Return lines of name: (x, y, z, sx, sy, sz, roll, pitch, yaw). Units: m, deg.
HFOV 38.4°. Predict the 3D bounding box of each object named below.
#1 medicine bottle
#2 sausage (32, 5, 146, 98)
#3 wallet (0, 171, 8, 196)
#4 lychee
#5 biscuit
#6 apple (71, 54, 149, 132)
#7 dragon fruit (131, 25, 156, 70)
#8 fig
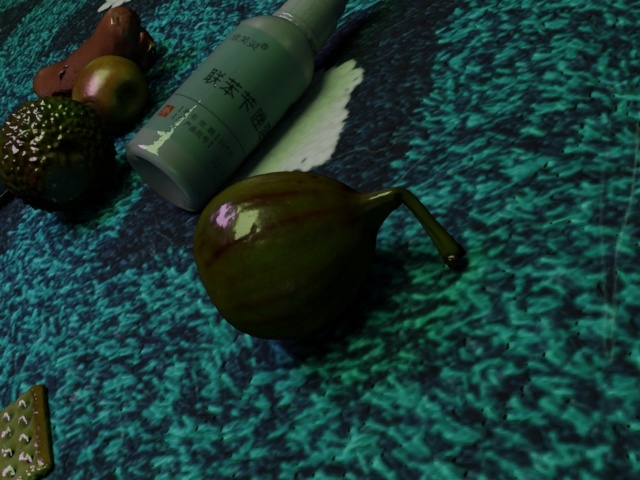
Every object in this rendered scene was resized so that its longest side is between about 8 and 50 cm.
medicine bottle: (-0.073, -0.193, 1.066, 0.110, 0.110, 0.352, 15, 60, 51)
sausage: (-0.369, -0.275, 1.446, 0.079, 0.087, 0.326, -22, 2, -40)
wallet: (-0.471, -0.131, 1.427, 0.202, 0.059, 0.141, -39, 26, -4)
lychee: (-0.350, -0.114, 1.201, 0.171, 0.171, 0.171, -25, 35, 20)
biscuit: (-0.360, 0.247, 0.901, 0.231, 0.016, 0.139, -38, 34, 2)
apple: (-0.304, -0.212, 1.325, 0.102, 0.099, 0.114, 6, 50, 45)
dragon fruit: (-0.294, -0.308, 1.471, 0.083, 0.056, 0.060, 17, 63, 47)
fig: (-0.012, 0.000, 0.744, 0.186, 0.142, 0.148, -39, 58, 22)
